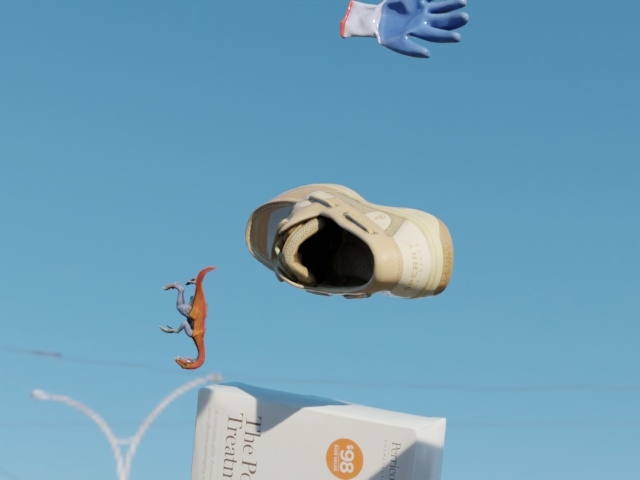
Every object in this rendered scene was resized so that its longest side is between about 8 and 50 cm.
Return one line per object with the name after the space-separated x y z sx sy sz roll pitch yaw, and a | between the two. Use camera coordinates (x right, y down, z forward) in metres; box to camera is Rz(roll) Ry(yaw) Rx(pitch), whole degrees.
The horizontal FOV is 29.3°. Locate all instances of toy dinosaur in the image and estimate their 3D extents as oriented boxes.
-0.123 0.079 1.159 0.047 0.082 0.090 -12 -14 -31 | toy dinosaur

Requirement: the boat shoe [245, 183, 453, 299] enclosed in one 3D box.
0.000 0.000 1.363 0.110 0.121 0.341 -4 6 -35 | boat shoe

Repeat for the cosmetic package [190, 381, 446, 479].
-0.017 0.371 1.409 0.284 0.377 0.097 6 2 25 | cosmetic package

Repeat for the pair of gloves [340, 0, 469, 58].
0.111 -0.308 1.444 0.159 0.198 0.023 9 -15 24 | pair of gloves
